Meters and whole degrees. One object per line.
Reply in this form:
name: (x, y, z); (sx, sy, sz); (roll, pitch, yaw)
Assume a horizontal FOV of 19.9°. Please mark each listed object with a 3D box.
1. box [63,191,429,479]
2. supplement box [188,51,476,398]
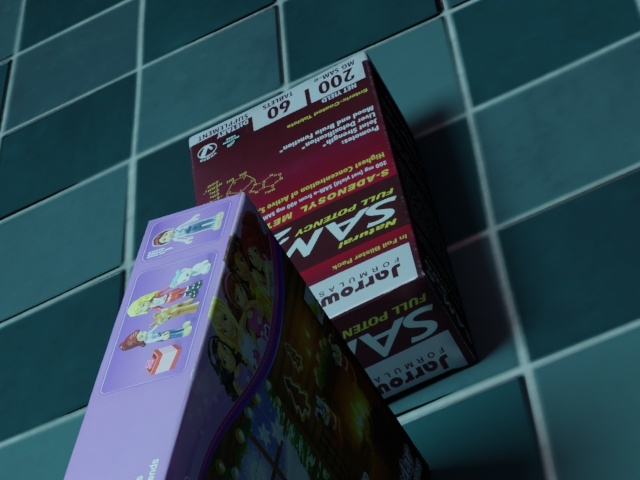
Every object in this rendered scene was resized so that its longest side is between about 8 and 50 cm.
box: (-0.033, 0.150, 0.778); (0.057, 0.201, 0.293); (-16, 37, 24)
supplement box: (0.000, 0.000, 1.058); (0.130, 0.073, 0.239); (-26, 35, 10)
